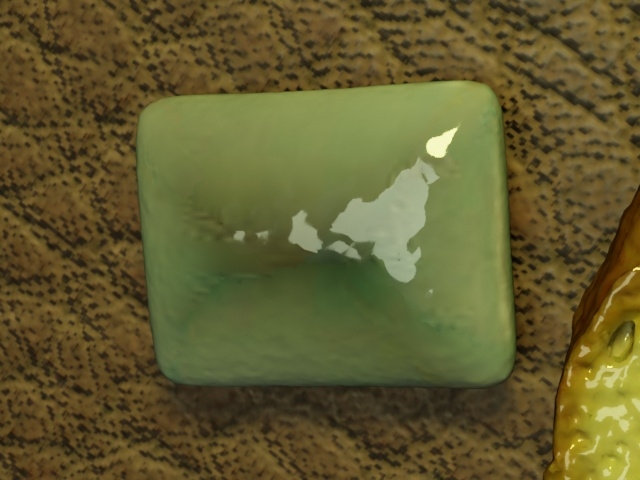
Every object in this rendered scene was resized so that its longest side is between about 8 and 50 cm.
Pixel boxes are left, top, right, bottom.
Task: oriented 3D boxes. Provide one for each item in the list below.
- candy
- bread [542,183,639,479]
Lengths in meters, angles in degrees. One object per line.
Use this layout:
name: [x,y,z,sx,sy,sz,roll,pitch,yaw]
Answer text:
candy: [0.000,0.000,0.822,0.174,0.071,0.138,-1,99,20]
bread: [0.228,-0.026,0.684,0.194,0.179,0.340,29,105,11]
